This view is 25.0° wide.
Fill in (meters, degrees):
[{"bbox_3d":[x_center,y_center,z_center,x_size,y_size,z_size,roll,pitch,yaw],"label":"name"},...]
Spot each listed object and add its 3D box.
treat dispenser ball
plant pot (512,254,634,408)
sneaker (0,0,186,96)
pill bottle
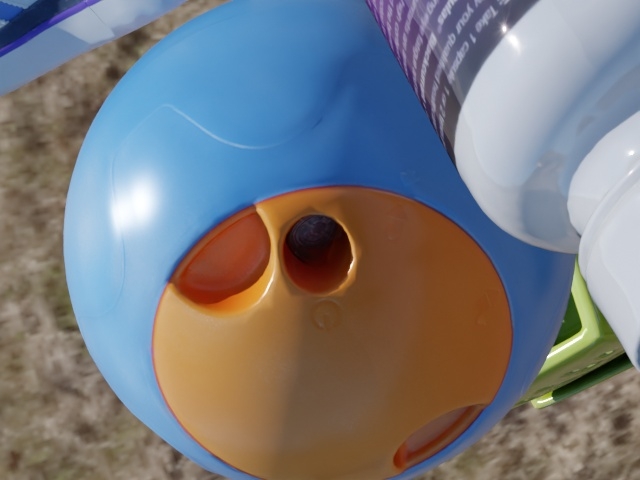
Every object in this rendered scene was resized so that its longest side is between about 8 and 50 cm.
[{"bbox_3d":[0.000,0.000,0.823,0.288,0.288,0.288,10,106,40],"label":"treat dispenser ball"},{"bbox_3d":[0.200,0.036,1.351,0.228,0.207,0.227,-34,63,39],"label":"plant pot"},{"bbox_3d":[-0.220,-0.230,0.941,0.323,0.130,0.236,-15,118,39],"label":"sneaker"},{"bbox_3d":[0.069,-0.065,0.361,0.108,0.108,0.193,-51,50,36],"label":"pill bottle"}]
